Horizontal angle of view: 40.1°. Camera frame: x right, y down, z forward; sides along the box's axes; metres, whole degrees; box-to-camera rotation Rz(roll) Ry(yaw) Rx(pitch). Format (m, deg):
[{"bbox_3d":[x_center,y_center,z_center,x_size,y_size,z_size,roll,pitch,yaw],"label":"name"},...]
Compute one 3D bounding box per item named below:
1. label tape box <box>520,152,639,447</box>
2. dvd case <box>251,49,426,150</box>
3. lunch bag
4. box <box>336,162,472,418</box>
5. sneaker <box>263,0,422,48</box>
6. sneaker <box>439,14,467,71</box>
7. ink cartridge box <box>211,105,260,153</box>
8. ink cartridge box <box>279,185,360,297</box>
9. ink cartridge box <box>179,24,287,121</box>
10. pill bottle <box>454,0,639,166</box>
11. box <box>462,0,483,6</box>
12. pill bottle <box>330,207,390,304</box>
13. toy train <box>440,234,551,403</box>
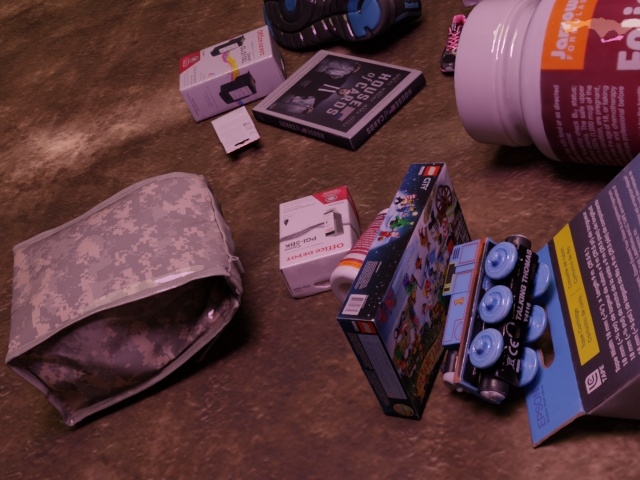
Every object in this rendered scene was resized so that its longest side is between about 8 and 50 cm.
[{"bbox_3d":[0.337,0.038,0.850,0.334,0.106,0.241,-51,22,37],"label":"label tape box"},{"bbox_3d":[0.026,-0.233,1.419,0.238,0.029,0.179,23,58,43],"label":"dvd case"},{"bbox_3d":[-0.233,0.057,1.114,0.287,0.169,0.235,-28,38,3],"label":"lunch bag"},{"bbox_3d":[0.103,0.050,0.949,0.044,0.159,0.233,1,45,31],"label":"box"},{"bbox_3d":[0.029,-0.410,1.579,0.139,0.125,0.341,-19,27,-38],"label":"sneaker"},{"bbox_3d":[0.213,-0.315,1.392,0.047,0.057,0.119,1,46,26],"label":"sneaker"},{"bbox_3d":[-0.135,-0.173,1.435,0.063,0.029,0.115,-26,39,-2],"label":"ink cartridge box"},{"bbox_3d":[0.000,0.000,1.143,0.099,0.056,0.135,-16,39,10],"label":"ink cartridge box"},{"bbox_3d":[-0.155,-0.298,1.553,0.175,0.072,0.127,-20,38,7],"label":"ink cartridge box"},{"bbox_3d":[0.376,-0.198,1.038,0.392,0.224,0.224,8,49,34],"label":"pill bottle"},{"bbox_3d":[0.367,-0.425,1.194,0.322,0.058,0.232,-29,14,-12],"label":"box"},{"bbox_3d":[0.085,0.017,1.056,0.086,0.086,0.152,13,52,38],"label":"pill bottle"},{"bbox_3d":[0.177,0.081,0.920,0.105,0.080,0.184,-19,49,52],"label":"toy train"}]
